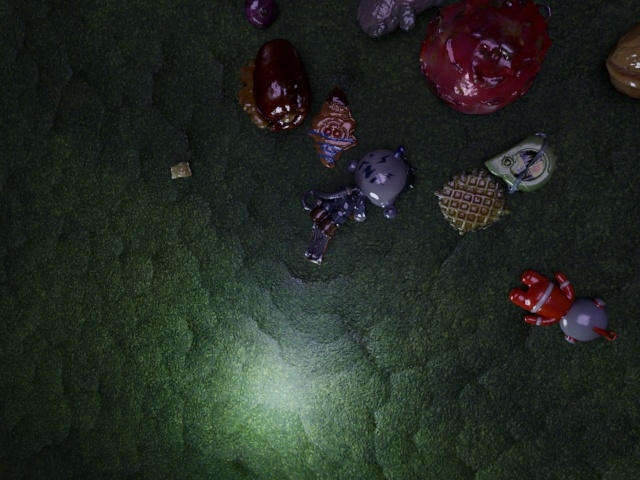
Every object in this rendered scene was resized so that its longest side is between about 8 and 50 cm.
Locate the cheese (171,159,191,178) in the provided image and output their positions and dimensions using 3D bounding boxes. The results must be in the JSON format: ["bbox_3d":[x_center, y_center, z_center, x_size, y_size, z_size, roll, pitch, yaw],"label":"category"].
[{"bbox_3d":[-0.543,-0.274,1.662,0.084,0.041,0.060,-14,104,0],"label":"cheese"}]

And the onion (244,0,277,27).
[{"bbox_3d":[-0.206,-0.794,1.467,0.115,0.104,0.115,-13,123,-22],"label":"onion"}]

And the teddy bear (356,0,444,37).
[{"bbox_3d":[0.242,-0.743,1.327,0.267,0.151,0.236,-33,55,29],"label":"teddy bear"}]

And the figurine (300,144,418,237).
[{"bbox_3d":[0.150,-0.162,1.448,0.382,0.186,0.261,-40,80,11],"label":"figurine"}]

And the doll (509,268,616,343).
[{"bbox_3d":[0.811,0.227,1.415,0.336,0.105,0.200,30,104,14],"label":"doll"}]

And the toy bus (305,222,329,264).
[{"bbox_3d":[0.000,0.000,1.569,0.069,0.074,0.162,21,106,15],"label":"toy bus"}]

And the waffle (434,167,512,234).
[{"bbox_3d":[0.508,-0.132,1.434,0.207,0.054,0.214,-29,94,23],"label":"waffle"}]

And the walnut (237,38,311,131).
[{"bbox_3d":[-0.159,-0.517,1.446,0.243,0.222,0.269,-13,82,7],"label":"walnut"}]

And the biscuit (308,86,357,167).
[{"bbox_3d":[0.048,-0.397,1.509,0.183,0.043,0.280,9,105,8],"label":"biscuit"}]

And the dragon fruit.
[{"bbox_3d":[0.490,-0.577,1.275,0.386,0.249,0.371,37,101,2],"label":"dragon fruit"}]

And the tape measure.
[{"bbox_3d":[0.651,-0.240,1.361,0.200,0.106,0.175,-32,81,17],"label":"tape measure"}]

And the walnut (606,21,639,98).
[{"bbox_3d":[0.943,-0.510,1.186,0.257,0.224,0.257,-9,58,15],"label":"walnut"}]
